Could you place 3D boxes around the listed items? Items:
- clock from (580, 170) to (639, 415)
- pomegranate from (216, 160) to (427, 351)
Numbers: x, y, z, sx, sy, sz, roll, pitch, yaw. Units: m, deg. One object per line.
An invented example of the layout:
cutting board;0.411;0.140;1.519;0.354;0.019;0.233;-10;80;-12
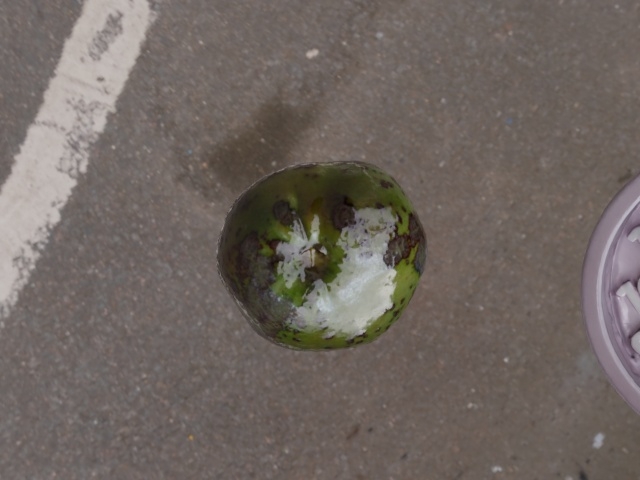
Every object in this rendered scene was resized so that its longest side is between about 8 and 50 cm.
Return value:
clock;0.258;0.030;0.504;0.068;0.197;0.197;-21;135;-55
pomegranate;-0.003;-0.006;0.579;0.138;0.163;0.125;-18;140;5
